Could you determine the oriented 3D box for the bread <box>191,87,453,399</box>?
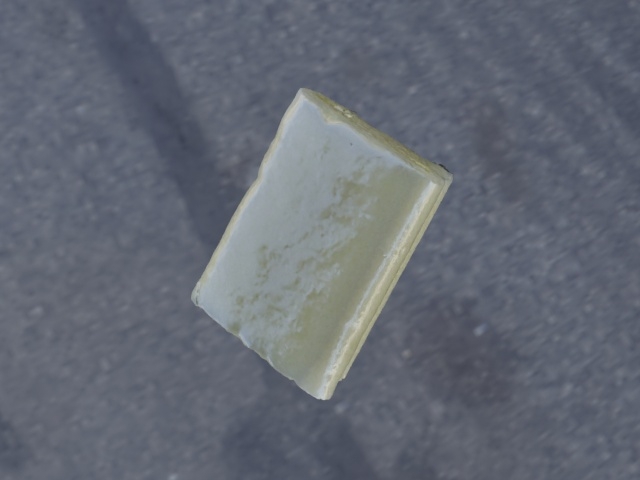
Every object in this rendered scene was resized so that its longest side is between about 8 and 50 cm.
[{"bbox_3d":[0.001,0.000,1.380,0.139,0.060,0.178,38,108,28],"label":"bread"}]
